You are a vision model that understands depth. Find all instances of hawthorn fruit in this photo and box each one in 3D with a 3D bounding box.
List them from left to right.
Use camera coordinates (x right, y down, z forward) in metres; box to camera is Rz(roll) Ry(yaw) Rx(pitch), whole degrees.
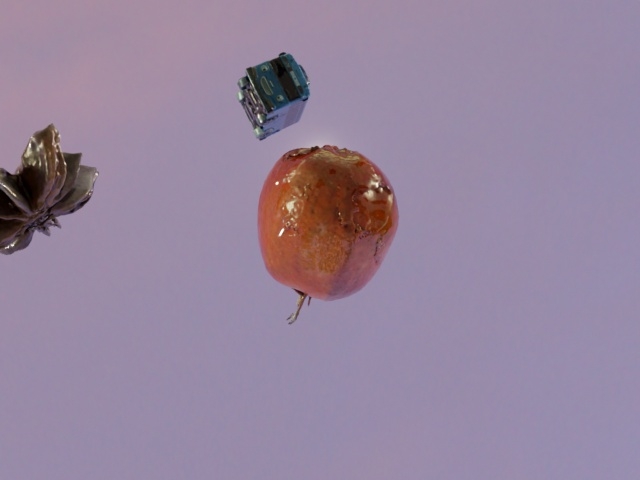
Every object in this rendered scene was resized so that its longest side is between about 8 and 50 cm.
[{"bbox_3d":[0.000,0.000,1.537,0.211,0.299,0.211,15,-161,-5],"label":"hawthorn fruit"}]

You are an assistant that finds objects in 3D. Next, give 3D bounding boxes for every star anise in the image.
[{"bbox_3d":[-0.408,-0.062,1.462,0.229,0.236,0.093,-23,-115,-42],"label":"star anise"}]

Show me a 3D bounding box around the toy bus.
[{"bbox_3d":[-0.077,-0.241,1.739,0.106,0.184,0.090,-25,-94,-10],"label":"toy bus"}]
